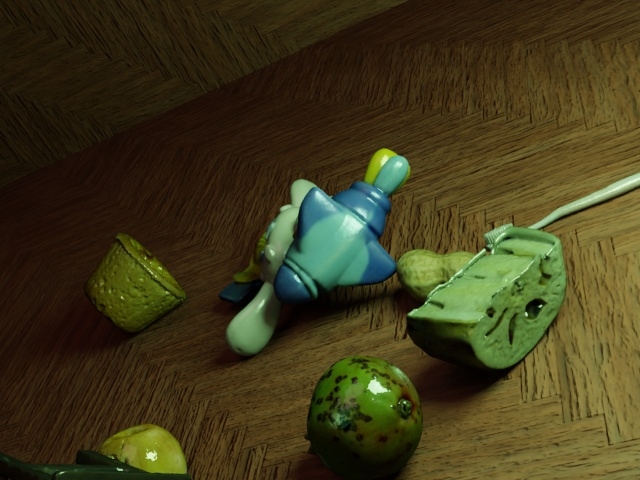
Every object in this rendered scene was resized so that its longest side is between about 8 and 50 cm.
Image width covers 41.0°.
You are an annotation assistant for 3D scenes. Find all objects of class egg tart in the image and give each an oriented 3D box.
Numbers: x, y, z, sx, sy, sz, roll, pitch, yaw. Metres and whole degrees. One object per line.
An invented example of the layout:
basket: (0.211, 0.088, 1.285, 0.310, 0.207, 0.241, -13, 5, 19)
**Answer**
egg tart: (-0.397, 0.095, 1.782, 0.147, 0.202, 0.202, -43, 28, -3)

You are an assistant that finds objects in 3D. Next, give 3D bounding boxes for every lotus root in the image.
lotus root: (0.241, 0.088, 1.185, 0.235, 0.138, 0.119, -43, 34, -22)

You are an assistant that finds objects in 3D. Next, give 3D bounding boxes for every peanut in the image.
peanut: (0.195, 0.059, 1.341, 0.193, 0.089, 0.089, -1, 39, 46)

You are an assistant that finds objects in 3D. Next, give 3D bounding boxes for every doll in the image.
doll: (-0.007, -0.003, 1.486, 0.366, 0.187, 0.376, -28, 51, 49)

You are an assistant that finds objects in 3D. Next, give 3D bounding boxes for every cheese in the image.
cheese: (-0.101, 0.038, 1.702, 0.250, 0.064, 0.156, -42, 29, -23)

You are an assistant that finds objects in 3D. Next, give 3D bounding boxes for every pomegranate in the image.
pomegranate: (0.046, 0.238, 1.128, 0.205, 0.159, 0.159, -40, 13, 48)

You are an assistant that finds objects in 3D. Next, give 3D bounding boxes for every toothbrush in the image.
toothbrush: (0.407, -0.057, 1.374, 0.307, 0.029, 0.025, -24, 20, 14)

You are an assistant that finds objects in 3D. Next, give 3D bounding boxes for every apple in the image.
apple: (-0.271, 0.339, 1.278, 0.146, 0.146, 0.146, -24, 27, 14)

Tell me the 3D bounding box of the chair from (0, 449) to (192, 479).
chair: (-0.244, 0.384, 1.018, 0.416, 0.203, 0.240, -6, 72, 41)
